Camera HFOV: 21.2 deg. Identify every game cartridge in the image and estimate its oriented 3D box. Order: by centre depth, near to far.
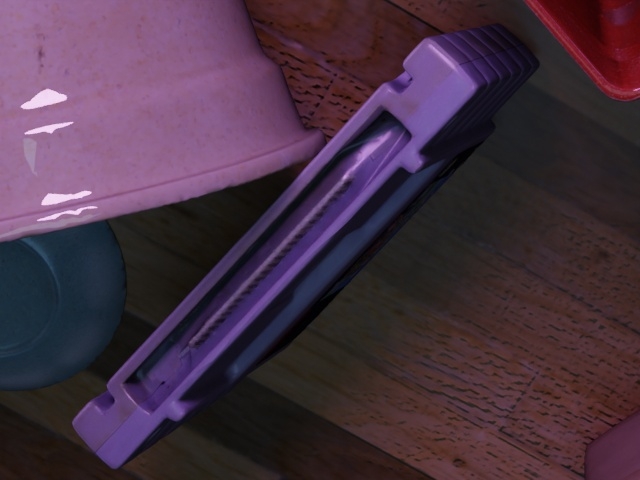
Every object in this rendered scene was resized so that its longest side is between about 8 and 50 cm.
[{"bbox_3d":[0.000,0.000,1.164,0.068,0.230,0.355,47,110,10],"label":"game cartridge"}]

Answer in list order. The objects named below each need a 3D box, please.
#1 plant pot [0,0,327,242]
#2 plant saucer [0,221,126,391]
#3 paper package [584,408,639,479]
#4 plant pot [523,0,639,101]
[{"bbox_3d":[-0.188,-0.172,1.090,0.334,0.334,0.305,-10,98,9],"label":"plant pot"},{"bbox_3d":[-0.247,0.035,1.301,0.195,0.037,0.195,2,112,4],"label":"plant saucer"},{"bbox_3d":[0.398,0.204,1.239,0.325,0.168,0.309,-36,104,17],"label":"paper package"},{"bbox_3d":[0.176,-0.284,0.946,0.267,0.235,0.267,-40,104,17],"label":"plant pot"}]
